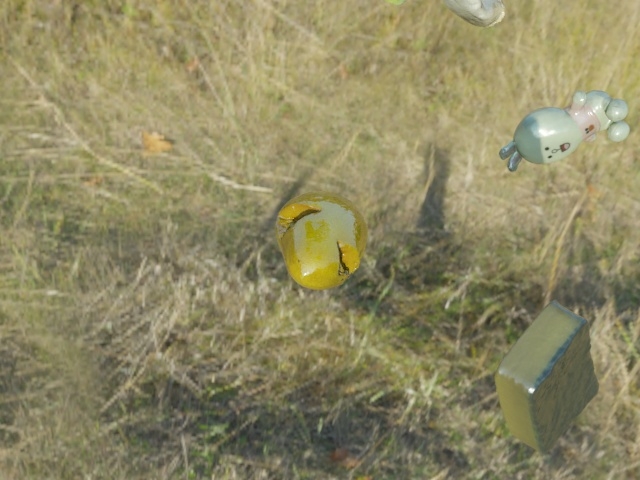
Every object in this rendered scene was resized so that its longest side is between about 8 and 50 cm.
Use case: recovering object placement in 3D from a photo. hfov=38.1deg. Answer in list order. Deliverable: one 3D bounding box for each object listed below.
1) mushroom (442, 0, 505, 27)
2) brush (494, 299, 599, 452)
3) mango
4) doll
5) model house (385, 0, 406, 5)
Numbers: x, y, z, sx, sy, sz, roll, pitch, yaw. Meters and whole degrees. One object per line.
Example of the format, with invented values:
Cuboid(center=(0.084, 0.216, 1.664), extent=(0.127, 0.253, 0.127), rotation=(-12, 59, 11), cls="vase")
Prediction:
Cuboid(center=(0.180, -0.316, 1.177), extent=(0.059, 0.054, 0.202), rotation=(16, 6, 31), cls="mushroom")
Cuboid(center=(0.274, 0.168, 1.113), extent=(0.059, 0.197, 0.123), rotation=(31, 72, 34), cls="brush")
Cuboid(center=(0.000, 0.000, 1.692), extent=(0.167, 0.130, 0.262), rotation=(13, 29, -10), cls="mango")
Cuboid(center=(0.511, -0.235, 1.956), extent=(0.275, 0.155, 0.113), rotation=(-19, 51, 21), cls="doll")
Cuboid(center=(0.107, -0.537, 1.633), extent=(0.211, 0.194, 0.170), rotation=(2, 73, -47), cls="model house")
